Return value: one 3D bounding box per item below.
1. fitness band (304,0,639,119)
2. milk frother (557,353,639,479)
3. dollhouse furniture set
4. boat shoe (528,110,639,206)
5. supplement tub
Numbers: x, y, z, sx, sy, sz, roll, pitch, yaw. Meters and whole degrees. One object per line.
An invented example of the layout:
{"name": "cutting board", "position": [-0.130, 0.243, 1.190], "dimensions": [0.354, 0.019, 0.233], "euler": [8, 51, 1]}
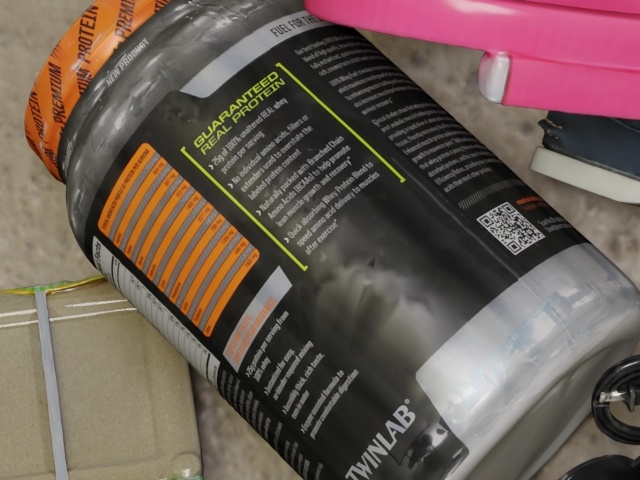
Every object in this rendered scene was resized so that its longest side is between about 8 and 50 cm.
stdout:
{"name": "fitness band", "position": [0.135, -0.119, 1.056], "dimensions": [0.291, 0.209, 0.054], "euler": [5, 108, -18]}
{"name": "milk frother", "position": [0.190, 0.154, 1.031], "dimensions": [0.129, 0.143, 0.135], "euler": [-33, 40, -11]}
{"name": "dollhouse furniture set", "position": [-0.168, 0.185, 1.189], "dimensions": [0.198, 0.151, 0.301], "euler": [-7, 60, -6]}
{"name": "boat shoe", "position": [0.246, -0.041, 1.095], "dimensions": [0.254, 0.095, 0.079], "euler": [18, 97, 27]}
{"name": "supplement tub", "position": [0.000, 0.000, 1.096], "dimensions": [0.207, 0.207, 0.338], "euler": [-47, 72, 4]}
